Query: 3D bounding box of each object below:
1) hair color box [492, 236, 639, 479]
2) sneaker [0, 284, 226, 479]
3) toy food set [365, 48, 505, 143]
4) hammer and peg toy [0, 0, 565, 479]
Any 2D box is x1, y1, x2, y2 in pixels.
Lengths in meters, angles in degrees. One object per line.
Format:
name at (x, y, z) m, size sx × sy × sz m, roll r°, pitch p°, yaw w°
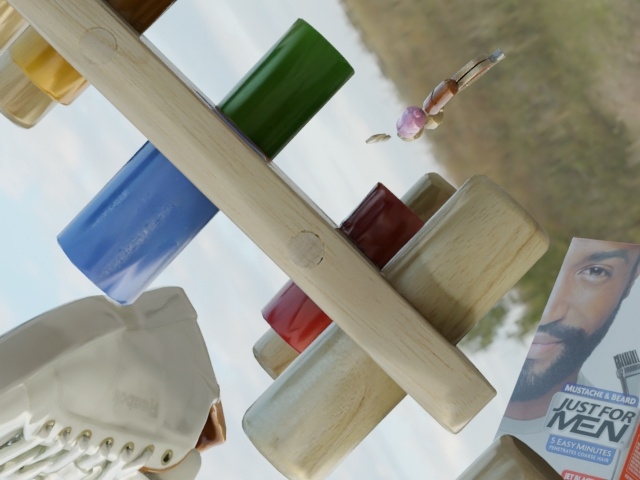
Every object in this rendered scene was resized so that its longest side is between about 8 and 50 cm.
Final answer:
hair color box at (0.171, 0.085, 0.862) m, size 0.093 × 0.167 × 0.053 m, roll 6°, pitch 154°, yaw 44°
sneaker at (-0.120, 0.098, 0.751) m, size 0.123 × 0.106 × 0.290 m, roll 65°, pitch -159°, yaw 5°
toy food set at (0.095, -0.108, 1.137) m, size 0.019 × 0.122 × 0.078 m, roll 55°, pitch -161°, yaw 6°
hammer and peg toy at (0.000, 0.000, 0.576) m, size 0.361 × 0.127 × 0.266 m, roll 45°, pitch -179°, yaw -2°
